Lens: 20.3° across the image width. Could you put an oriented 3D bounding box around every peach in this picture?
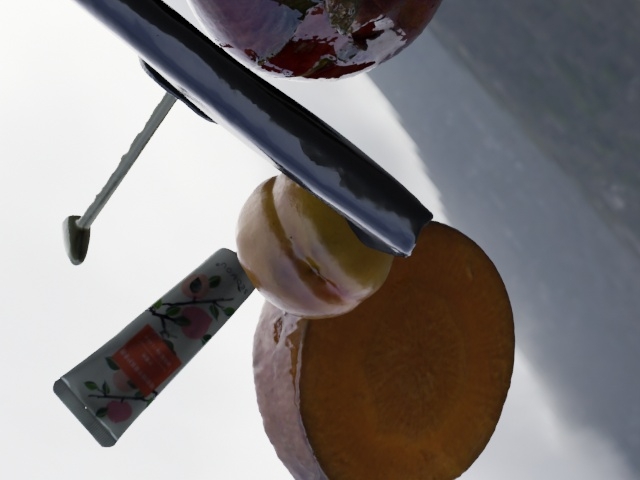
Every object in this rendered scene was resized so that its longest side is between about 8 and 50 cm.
[{"bbox_3d":[0.000,0.000,1.496,0.138,0.138,0.138,47,-165,-17],"label":"peach"}]

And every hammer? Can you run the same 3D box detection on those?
[{"bbox_3d":[-0.187,-0.061,1.673,0.028,0.195,0.060,26,-156,-24],"label":"hammer"}]

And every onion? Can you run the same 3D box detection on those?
[{"bbox_3d":[0.001,-0.241,1.452,0.248,0.248,0.161,43,165,-29],"label":"onion"}]

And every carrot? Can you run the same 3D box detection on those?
[{"bbox_3d":[0.060,0.121,1.740,0.258,0.100,0.307,38,-118,-20],"label":"carrot"}]

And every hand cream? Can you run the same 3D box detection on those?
[{"bbox_3d":[-0.138,0.083,1.627,0.080,0.234,0.050,51,157,-12],"label":"hand cream"}]

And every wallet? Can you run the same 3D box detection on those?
[{"bbox_3d":[-0.085,-0.120,1.250,0.377,0.051,0.197,38,180,-7],"label":"wallet"}]
